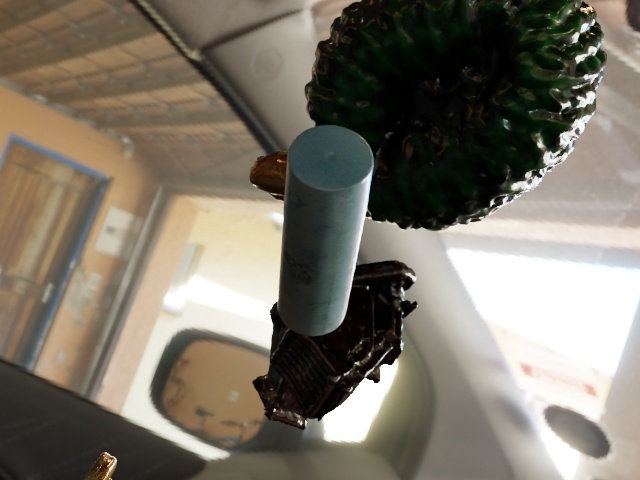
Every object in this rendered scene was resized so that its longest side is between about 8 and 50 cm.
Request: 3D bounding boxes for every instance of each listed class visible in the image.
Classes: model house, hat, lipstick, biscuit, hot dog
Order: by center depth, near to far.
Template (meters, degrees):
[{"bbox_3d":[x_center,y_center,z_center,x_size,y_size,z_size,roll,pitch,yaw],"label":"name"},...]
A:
[{"bbox_3d":[0.000,0.000,0.592,0.048,0.048,0.158,19,-34,8],"label":"lipstick"},{"bbox_3d":[0.156,-0.154,0.973,0.274,0.242,0.332,-18,7,28],"label":"hat"},{"bbox_3d":[0.010,0.127,1.082,0.141,0.164,0.203,8,-29,-20],"label":"model house"},{"bbox_3d":[0.015,-0.078,1.300,0.250,0.076,0.104,9,-10,42],"label":"hot dog"},{"bbox_3d":[-0.427,0.471,1.824,0.050,0.170,0.170,35,-7,-2],"label":"biscuit"}]
